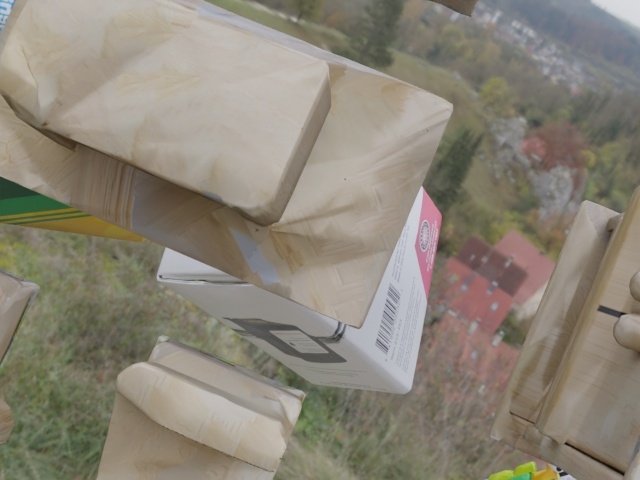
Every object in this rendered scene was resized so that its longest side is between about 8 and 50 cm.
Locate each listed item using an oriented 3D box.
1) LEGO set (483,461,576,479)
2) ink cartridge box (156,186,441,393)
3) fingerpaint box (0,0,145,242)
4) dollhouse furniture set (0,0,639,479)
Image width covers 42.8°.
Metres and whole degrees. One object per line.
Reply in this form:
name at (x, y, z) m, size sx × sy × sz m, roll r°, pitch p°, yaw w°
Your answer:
LEGO set at (0.265, 0.346, 1.066) m, size 0.087 × 0.227 × 0.093 m, roll 24°, pitch 44°, yaw -59°
ink cartridge box at (0.000, 0.000, 0.631) m, size 0.100 × 0.172 × 0.237 m, roll 0°, pitch -26°, yaw 29°
fingerpaint box at (-0.356, -0.247, 0.917) m, size 0.371 × 0.163 × 0.445 m, roll 10°, pitch 54°, yaw -35°
dollhouse furniture set at (0.022, -0.015, 0.429) m, size 0.394 × 0.362 × 0.256 m, roll 23°, pitch -5°, yaw 4°
